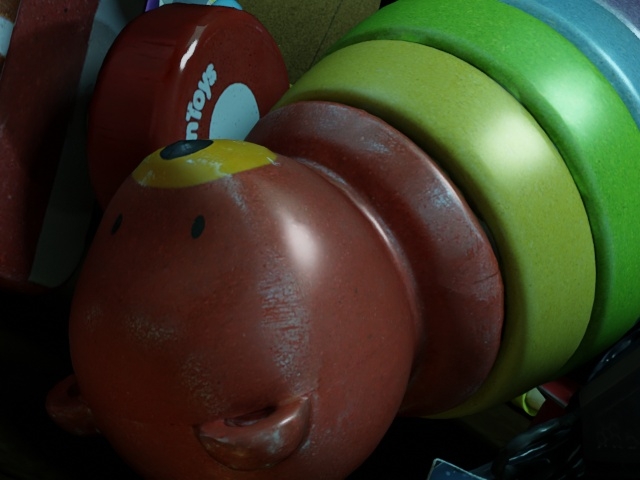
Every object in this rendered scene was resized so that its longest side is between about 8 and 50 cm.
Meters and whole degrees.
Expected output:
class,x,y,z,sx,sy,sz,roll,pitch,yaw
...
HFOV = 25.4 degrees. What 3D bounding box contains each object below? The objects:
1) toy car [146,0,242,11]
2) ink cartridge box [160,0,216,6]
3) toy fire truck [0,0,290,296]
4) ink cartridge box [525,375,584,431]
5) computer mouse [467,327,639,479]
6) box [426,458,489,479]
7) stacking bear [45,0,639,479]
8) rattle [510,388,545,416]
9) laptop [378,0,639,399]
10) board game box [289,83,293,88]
class,x,y,z,sx,sy,sz,roll,pitch,yaw
toy car,-0.118,-0.099,0.837,0.182,0.136,0.159,-3,8,-1
ink cartridge box,-0.168,-0.270,1.194,0.207,0.353,0.119,33,6,31
toy fire truck,-0.120,-0.130,0.516,0.169,0.302,0.254,9,-9,26
ink cartridge box,0.173,0.141,0.651,0.231,0.078,0.134,26,6,-33
computer mouse,0.161,0.029,0.448,0.072,0.188,0.272,52,-35,9
box,0.138,0.132,0.405,0.159,0.044,0.233,16,-11,35
stacking bear,0.035,-0.010,0.509,0.175,0.164,0.289,11,32,42
rattle,0.250,0.108,1.095,0.200,0.142,0.130,24,-14,6
laptop,0.242,-0.048,0.732,0.408,0.236,0.382,4,-32,-6
board game box,-0.096,-0.079,1.001,0.103,0.154,0.026,-139,-149,-68
